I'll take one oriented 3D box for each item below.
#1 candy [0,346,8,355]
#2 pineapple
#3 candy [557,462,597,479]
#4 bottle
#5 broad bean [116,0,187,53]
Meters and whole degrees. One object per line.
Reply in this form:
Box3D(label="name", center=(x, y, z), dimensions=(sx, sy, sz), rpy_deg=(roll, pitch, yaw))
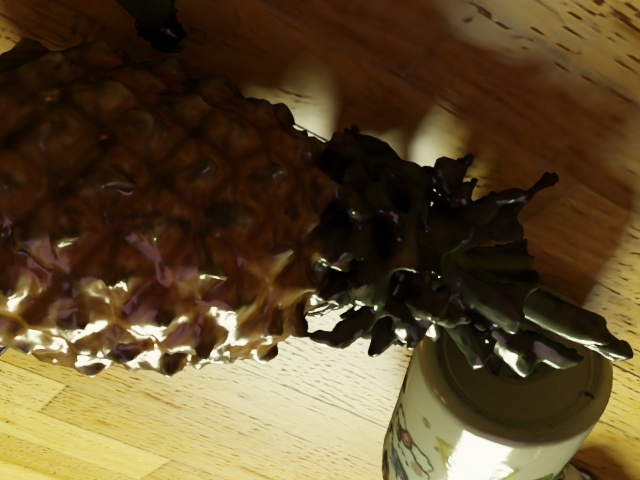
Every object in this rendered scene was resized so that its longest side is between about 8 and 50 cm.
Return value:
Box3D(label="candy", center=(-0.331, -0.007, 0.656), dimensions=(0.312, 0.061, 0.088), rpy_deg=(27, 141, -24))
Box3D(label="pineapple", center=(0.000, 0.000, 0.539), dimensions=(0.341, 0.169, 0.169), rpy_deg=(9, 145, -13))
Box3D(label="candy", center=(0.205, 0.251, 0.900), dimensions=(0.092, 0.073, 0.160), rpy_deg=(-20, 135, 31))
Box3D(label="bottle", center=(0.102, 0.137, 0.725), dimensions=(0.121, 0.120, 0.253), rpy_deg=(9, 143, -2))
Box3D(label="broad bean", center=(-0.084, -0.173, 0.399), dimensions=(0.060, 0.043, 0.297), rpy_deg=(-5, 146, -9))
